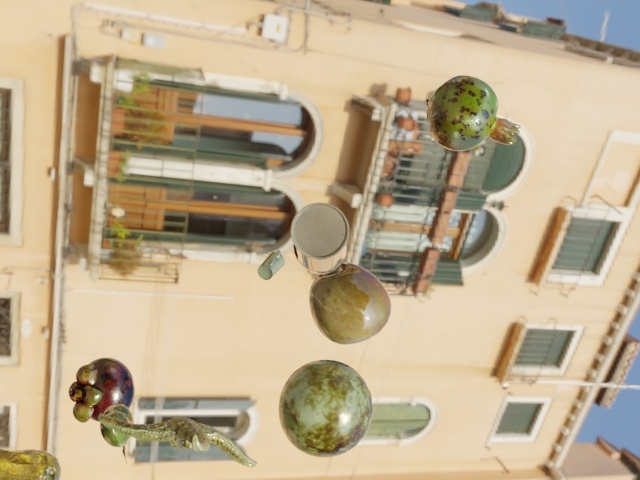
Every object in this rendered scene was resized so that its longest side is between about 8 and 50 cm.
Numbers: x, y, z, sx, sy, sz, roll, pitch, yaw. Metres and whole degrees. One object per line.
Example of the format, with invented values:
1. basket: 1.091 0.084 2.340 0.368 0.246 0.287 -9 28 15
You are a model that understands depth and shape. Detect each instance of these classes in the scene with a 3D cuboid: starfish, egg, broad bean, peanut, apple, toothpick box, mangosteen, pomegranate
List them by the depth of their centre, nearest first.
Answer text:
1. starfish: -0.191 0.264 0.917 0.217 0.224 0.050 123 -13 -61
2. toothpick box: 0.000 0.000 1.305 0.180 0.111 0.111 87 3 -79
3. broad bean: -0.384 0.364 1.314 0.318 0.056 0.098 112 -39 -65
4. peanut: -0.646 0.480 1.428 0.087 0.207 0.087 4 90 -90
5. pomegranate: 0.318 -0.258 1.431 0.159 0.205 0.159 23 90 -90
6. egg: 0.011 0.433 1.734 0.289 0.239 0.238 99 -14 -54
7. mangosteen: -0.618 0.421 1.904 0.200 0.200 0.199 -175 -90 -72
8. apple: 0.090 0.194 2.157 0.233 0.257 0.257 66 -14 -13

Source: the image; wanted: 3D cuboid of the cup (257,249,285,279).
1. cup: -0.134 0.069 1.939 0.075 0.054 0.083 -31 -170 30
